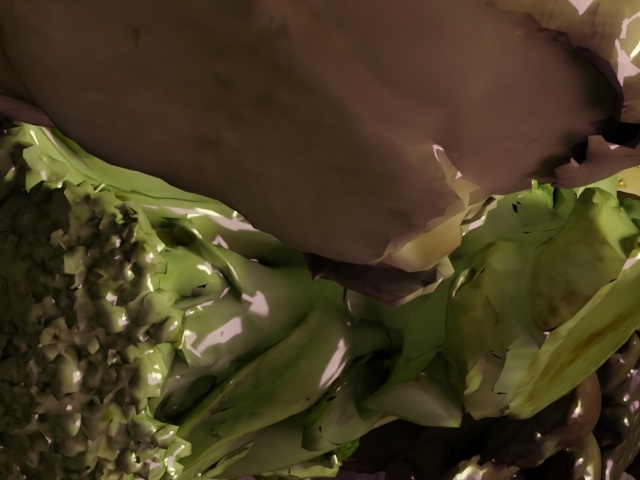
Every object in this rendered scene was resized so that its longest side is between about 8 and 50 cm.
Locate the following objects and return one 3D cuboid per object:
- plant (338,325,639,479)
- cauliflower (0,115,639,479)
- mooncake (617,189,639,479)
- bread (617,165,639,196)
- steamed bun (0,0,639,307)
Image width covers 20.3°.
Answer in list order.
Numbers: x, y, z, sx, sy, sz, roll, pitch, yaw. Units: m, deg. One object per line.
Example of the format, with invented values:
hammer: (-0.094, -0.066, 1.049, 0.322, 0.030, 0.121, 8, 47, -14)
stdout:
plant: (0.097, 0.077, 1.015, 0.320, 0.181, 0.194, 13, 94, -68)
cauliflower: (0.000, 0.000, 0.615, 0.275, 0.250, 0.272, -65, 154, -22)
mooncake: (0.215, 0.072, 1.260, 0.124, 0.228, 0.228, -56, 150, -33)
bread: (0.199, -0.062, 1.277, 0.028, 0.153, 0.068, -37, -165, 51)
steamed bun: (-0.054, -0.169, 0.420, 0.346, 0.237, 0.394, 14, 63, -48)
